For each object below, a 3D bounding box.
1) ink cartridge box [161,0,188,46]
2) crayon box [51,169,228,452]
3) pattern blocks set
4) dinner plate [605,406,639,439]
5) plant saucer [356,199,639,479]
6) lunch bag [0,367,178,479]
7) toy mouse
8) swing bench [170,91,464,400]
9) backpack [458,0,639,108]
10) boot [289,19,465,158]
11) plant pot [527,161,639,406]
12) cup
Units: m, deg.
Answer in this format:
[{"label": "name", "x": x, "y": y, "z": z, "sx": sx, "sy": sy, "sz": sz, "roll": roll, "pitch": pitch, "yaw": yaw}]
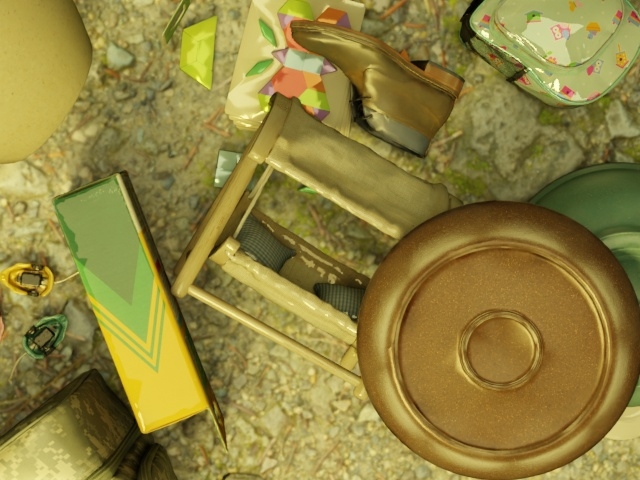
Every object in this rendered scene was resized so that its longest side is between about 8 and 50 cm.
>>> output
[{"label": "ink cartridge box", "x": -0.135, "y": -0.337, "z": 1.645, "sx": 0.056, "sy": 0.171, "sz": 0.235, "roll": 33, "pitch": 90, "yaw": -6}, {"label": "crayon box", "x": -0.200, "y": 0.086, "z": 1.645, "sx": 0.083, "sy": 0.203, "sz": 0.323, "roll": -22, "pitch": 95, "yaw": -4}, {"label": "pattern blocks set", "x": -0.024, "y": -0.213, "z": 1.735, "sx": 0.285, "sy": 0.026, "sz": 0.324, "roll": -2, "pitch": 94, "yaw": -5}, {"label": "dinner plate", "x": 0.373, "y": 0.177, "z": 1.801, "sx": 0.141, "sy": 0.017, "sz": 0.141, "roll": 0, "pitch": 94, "yaw": -7}, {"label": "plant saucer", "x": 0.192, "y": 0.113, "z": 1.566, "sx": 0.311, "sy": 0.050, "sz": 0.310, "roll": 1, "pitch": 98, "yaw": 4}, {"label": "lunch bag", "x": -0.258, "y": 0.304, "z": 1.607, "sx": 0.212, "sy": 0.305, "sz": 0.256, "roll": -38, "pitch": 92, "yaw": 0}, {"label": "toy mouse", "x": -0.355, "y": 0.097, "z": 1.717, "sx": 0.161, "sy": 0.031, "sz": 0.143, "roll": 3, "pitch": 92, "yaw": -5}, {"label": "swing bench", "x": 0.000, "y": 0.000, "z": 1.666, "sx": 0.253, "sy": 0.165, "sz": 0.254, "roll": 30, "pitch": 94, "yaw": -8}, {"label": "backpack", "x": 0.281, "y": -0.248, "z": 1.707, "sx": 0.188, "sy": 0.144, "sz": 0.166, "roll": 41, "pitch": 83, "yaw": -9}, {"label": "boot", "x": 0.054, "y": -0.177, "z": 1.693, "sx": 0.219, "sy": 0.082, "sz": 0.106, "roll": 20, "pitch": 88, "yaw": -13}, {"label": "plant pot", "x": 0.346, "y": 0.063, "z": 1.670, "sx": 0.293, "sy": 0.196, "sz": 0.293, "roll": 1, "pitch": 97, "yaw": 7}, {"label": "cup", "x": -0.390, "y": -0.214, "z": 1.583, "sx": 0.237, "sy": 0.331, "sz": 0.331, "roll": 34, "pitch": 89, "yaw": -31}]
